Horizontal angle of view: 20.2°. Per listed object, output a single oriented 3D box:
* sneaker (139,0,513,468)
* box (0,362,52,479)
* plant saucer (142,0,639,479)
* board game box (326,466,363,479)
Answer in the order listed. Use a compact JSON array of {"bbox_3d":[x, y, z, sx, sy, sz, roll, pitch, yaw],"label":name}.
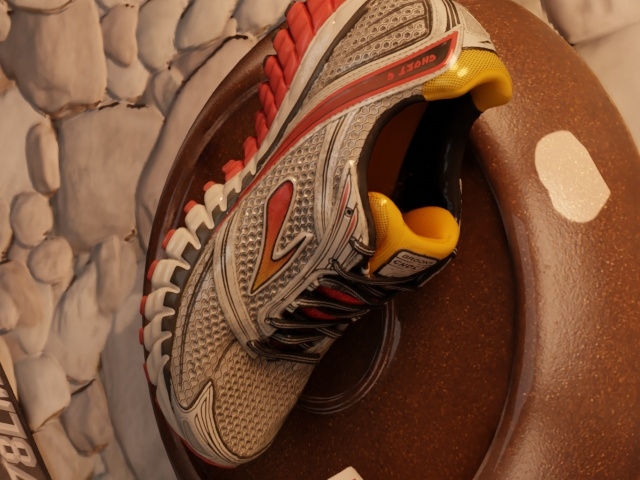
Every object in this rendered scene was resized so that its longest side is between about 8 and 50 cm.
[{"bbox_3d":[0.000,0.000,0.724,0.093,0.088,0.225,41,116,36],"label":"sneaker"},{"bbox_3d":[-0.302,0.129,1.099,0.293,0.073,0.295,-49,58,33],"label":"box"},{"bbox_3d":[0.014,0.033,0.804,0.311,0.050,0.310,-3,86,44],"label":"plant saucer"},{"bbox_3d":[-0.043,0.264,0.755,0.305,0.053,0.193,-42,80,18],"label":"board game box"}]
